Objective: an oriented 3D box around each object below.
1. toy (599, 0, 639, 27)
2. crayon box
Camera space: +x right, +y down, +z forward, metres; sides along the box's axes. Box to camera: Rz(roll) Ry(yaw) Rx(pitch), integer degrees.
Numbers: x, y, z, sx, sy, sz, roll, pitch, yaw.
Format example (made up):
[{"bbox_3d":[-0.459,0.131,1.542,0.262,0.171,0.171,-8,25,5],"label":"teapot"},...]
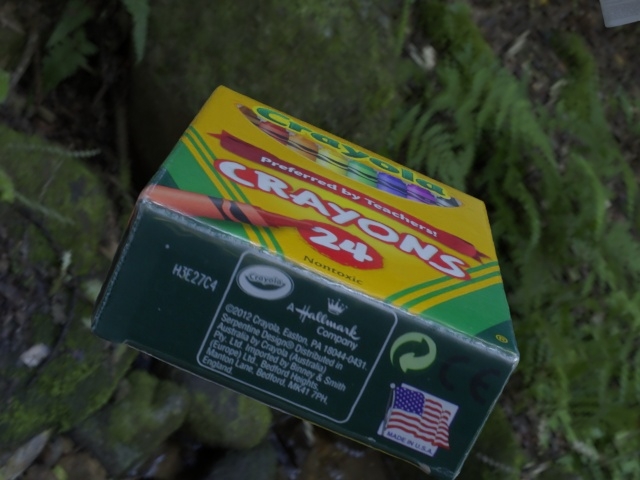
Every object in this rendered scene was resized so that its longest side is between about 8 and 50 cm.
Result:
[{"bbox_3d":[0.307,-0.284,1.135,0.237,0.137,0.056,55,31,-56],"label":"toy"},{"bbox_3d":[0.000,0.000,0.759,0.202,0.081,0.318,23,18,-5],"label":"crayon box"}]
